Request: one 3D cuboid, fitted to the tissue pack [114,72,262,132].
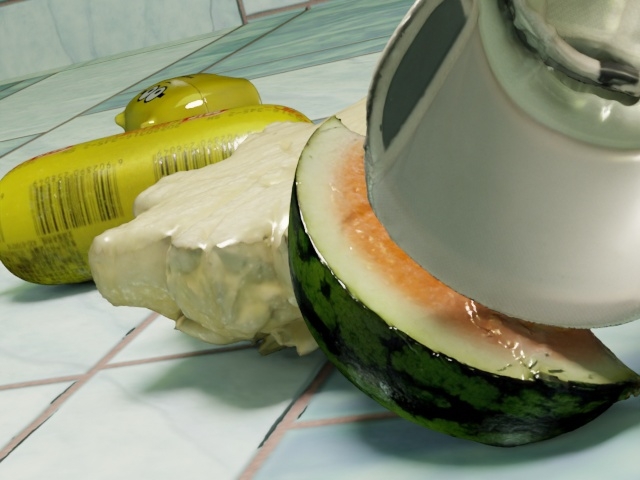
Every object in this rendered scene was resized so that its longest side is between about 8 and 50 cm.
[{"bbox_3d":[-0.137,-0.111,1.548,0.127,0.123,0.178,-20,16,-17],"label":"tissue pack"}]

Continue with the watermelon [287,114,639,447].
[{"bbox_3d":[0.056,0.025,0.780,0.119,0.063,0.245,-31,55,-25],"label":"watermelon"}]

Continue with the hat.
[{"bbox_3d":[0.137,-0.076,0.753,0.219,0.226,0.164,30,17,-1],"label":"hat"}]

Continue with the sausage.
[{"bbox_3d":[-0.144,-0.039,1.288,0.347,0.123,0.123,-12,15,11],"label":"sausage"}]

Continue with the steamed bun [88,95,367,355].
[{"bbox_3d":[0.000,0.000,0.983,0.295,0.137,0.292,-27,21,-12],"label":"steamed bun"}]
